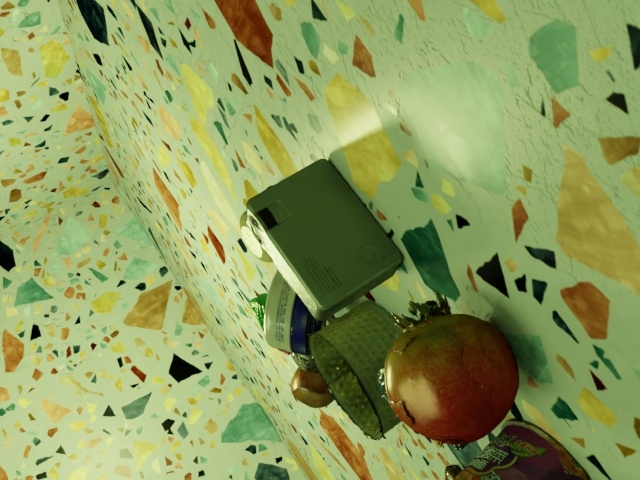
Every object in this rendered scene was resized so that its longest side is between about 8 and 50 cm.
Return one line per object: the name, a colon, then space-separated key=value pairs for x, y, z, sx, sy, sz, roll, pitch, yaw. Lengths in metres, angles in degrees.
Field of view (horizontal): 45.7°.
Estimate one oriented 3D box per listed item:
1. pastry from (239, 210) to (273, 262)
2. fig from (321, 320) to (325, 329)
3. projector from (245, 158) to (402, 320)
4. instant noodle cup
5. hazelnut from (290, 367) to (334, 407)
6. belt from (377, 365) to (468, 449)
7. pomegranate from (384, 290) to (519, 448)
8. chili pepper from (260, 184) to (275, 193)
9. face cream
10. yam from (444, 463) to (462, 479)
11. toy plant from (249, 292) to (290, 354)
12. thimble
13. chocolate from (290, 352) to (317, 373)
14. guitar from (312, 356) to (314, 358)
pastry: x=-0.138 y=-0.019 z=1.909 sx=0.156 sy=0.092 sz=0.156 roll=41 pitch=153 yaw=26
fig: x=-0.046 y=0.200 z=1.975 sx=0.136 sy=0.120 sz=0.153 roll=-147 pitch=54 yaw=-63
projector: x=0.000 y=0.000 z=1.414 sx=0.257 sy=0.192 sz=0.099 roll=53 pitch=160 yaw=16
instant noodle cup: x=0.326 y=0.459 z=1.278 sx=0.251 sy=0.190 sz=0.251 roll=49 pitch=159 yaw=27
hazelnut: x=-0.013 y=0.408 z=2.210 sx=0.150 sy=0.150 sz=0.150 roll=50 pitch=160 yaw=26
belt: x=0.196 y=0.287 z=1.410 sx=0.218 sy=0.128 sz=0.122 roll=24 pitch=139 yaw=47
pomegranate: x=0.199 y=0.202 z=1.192 sx=0.210 sy=0.210 sz=0.235 roll=114 pitch=135 yaw=-68
chili pepper: x=-0.077 y=-0.030 z=1.755 sx=0.204 sy=0.072 sz=0.073 roll=56 pitch=160 yaw=11
face cream: x=-0.058 y=0.156 z=1.761 sx=0.111 sy=0.206 sz=0.206 roll=11 pitch=145 yaw=12
yam: x=0.350 y=0.613 z=1.689 sx=0.264 sy=0.046 sz=0.046 roll=60 pitch=162 yaw=-7
toy plant: x=-0.129 y=0.262 z=2.330 sx=0.154 sy=0.088 sz=0.240 roll=-9 pitch=119 yaw=55
thimble: x=0.107 y=0.280 z=1.638 sx=0.271 sy=0.150 sz=0.271 roll=50 pitch=160 yaw=25
chocolate: x=-0.066 y=0.273 z=2.156 sx=0.248 sy=0.110 sz=0.110 roll=46 pitch=158 yaw=26
guitar: x=0.057 y=0.356 z=1.931 sx=0.271 sy=0.038 sz=0.084 roll=42 pitch=177 yaw=-2
